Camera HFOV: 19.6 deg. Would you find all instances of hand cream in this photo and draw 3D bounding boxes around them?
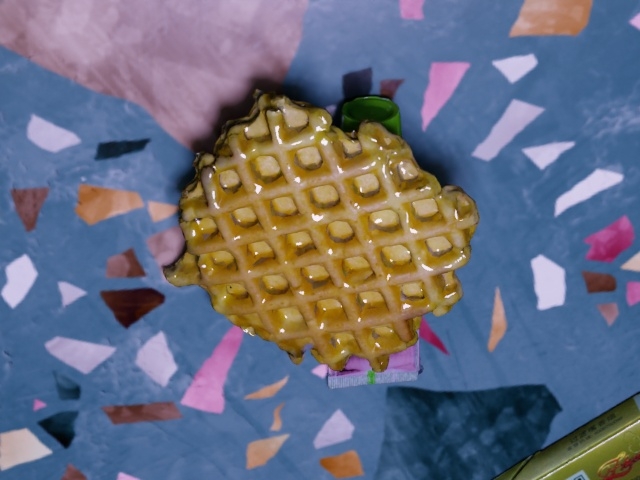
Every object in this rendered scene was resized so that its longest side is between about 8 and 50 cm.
[{"bbox_3d":[0.047,0.010,1.604,0.079,0.050,0.275,9,122,17],"label":"hand cream"}]

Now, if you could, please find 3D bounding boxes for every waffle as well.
[{"bbox_3d":[0.000,0.001,1.551,0.254,0.052,0.245,27,123,-9],"label":"waffle"}]

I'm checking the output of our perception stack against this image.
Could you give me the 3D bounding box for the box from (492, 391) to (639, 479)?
[{"bbox_3d":[0.310,0.227,1.731,0.311,0.043,0.173,-33,114,8],"label":"box"}]
